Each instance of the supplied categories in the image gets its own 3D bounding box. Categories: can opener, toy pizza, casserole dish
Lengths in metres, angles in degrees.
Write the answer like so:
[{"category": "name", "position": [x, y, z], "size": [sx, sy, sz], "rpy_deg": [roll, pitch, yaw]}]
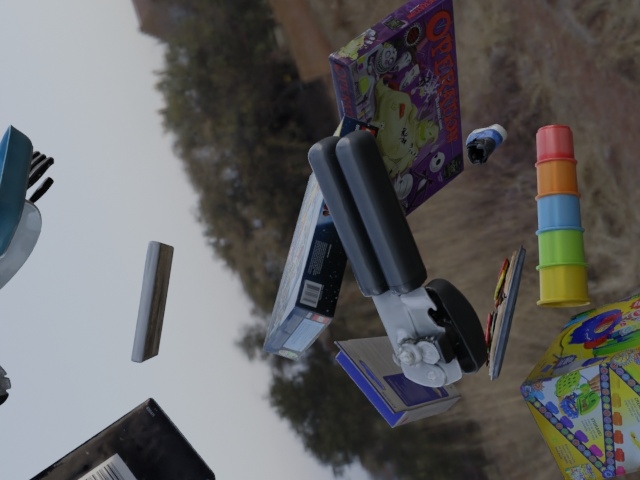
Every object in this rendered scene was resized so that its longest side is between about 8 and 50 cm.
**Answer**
[{"category": "can opener", "position": [0.074, 0.020, 1.000], "size": [0.093, 0.074, 0.280], "rpy_deg": [-42, -67, -41]}, {"category": "toy pizza", "position": [0.261, 0.103, 1.474], "size": [0.201, 0.032, 0.201], "rpy_deg": [12, -90, -77]}, {"category": "casserole dish", "position": [-0.373, -0.053, 1.204], "size": [0.114, 0.037, 0.188], "rpy_deg": [-55, 28, 36]}]

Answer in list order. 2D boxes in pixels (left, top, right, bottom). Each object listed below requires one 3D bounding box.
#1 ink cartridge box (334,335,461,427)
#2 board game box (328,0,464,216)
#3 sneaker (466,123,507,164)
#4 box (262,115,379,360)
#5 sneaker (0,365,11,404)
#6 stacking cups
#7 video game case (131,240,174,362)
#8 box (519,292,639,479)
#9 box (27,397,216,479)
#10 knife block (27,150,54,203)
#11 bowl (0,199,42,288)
[{"category": "ink cartridge box", "position": [0.144, 0.270, 1.998], "size": [0.175, 0.069, 0.371], "rpy_deg": [49, -164, 20]}, {"category": "board game box", "position": [0.125, -0.184, 1.538], "size": [0.056, 0.208, 0.346], "rpy_deg": [31, 150, 34]}, {"category": "sneaker", "position": [0.343, -0.202, 2.241], "size": [0.058, 0.084, 0.152], "rpy_deg": [50, 161, -9]}, {"category": "box", "position": [0.000, 0.000, 1.130], "size": [0.159, 0.044, 0.233], "rpy_deg": [123, 163, -64]}, {"category": "sneaker", "position": [-0.493, 0.141, 1.388], "size": [0.083, 0.071, 0.190], "rpy_deg": [7, 119, 50]}, {"category": "stacking cups", "position": [0.425, -0.044, 1.785], "size": [0.096, 0.096, 0.316], "rpy_deg": [70, -159, -79]}, {"category": "video game case", "position": [-0.272, 0.098, 1.658], "size": [0.173, 0.022, 0.190], "rpy_deg": [114, 164, -87]}, {"category": "box", "position": [0.502, 0.203, 1.557], "size": [0.290, 0.279, 0.177], "rpy_deg": [-33, -82, -56]}, {"category": "box", "position": [-0.304, 0.440, 1.518], "size": [0.183, 0.296, 0.294], "rpy_deg": [44, 155, 31]}, {"category": "knife block", "position": [-0.623, -0.056, 1.988], "size": [0.088, 0.242, 0.275], "rpy_deg": [86, 167, -53]}, {"category": "bowl", "position": [-0.589, 0.004, 1.567], "size": [0.134, 0.298, 0.298], "rpy_deg": [45, 173, 14]}]
